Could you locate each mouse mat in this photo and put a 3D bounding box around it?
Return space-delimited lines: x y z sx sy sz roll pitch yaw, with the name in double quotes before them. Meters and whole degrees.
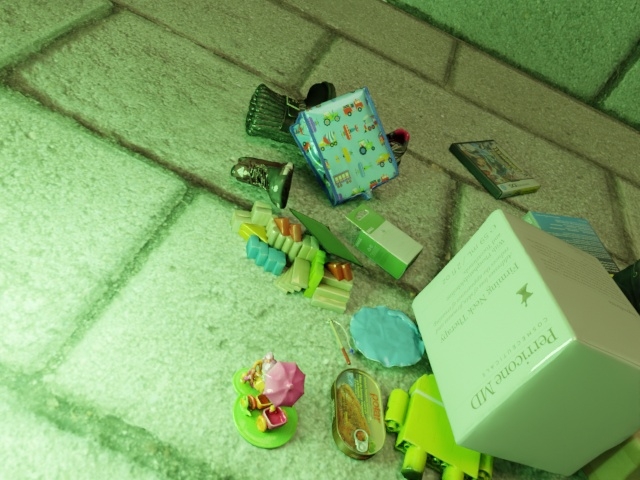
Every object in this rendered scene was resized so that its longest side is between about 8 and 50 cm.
"mouse mat" 0.014 -0.007 1.403 0.152 0.007 0.190 24 17 -49

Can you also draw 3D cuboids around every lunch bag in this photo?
"lunch bag" 0.083 -0.252 1.650 0.220 0.138 0.293 -26 89 -19

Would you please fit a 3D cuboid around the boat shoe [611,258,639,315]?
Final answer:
"boat shoe" 0.869 0.204 1.440 0.186 0.156 0.500 24 30 -7

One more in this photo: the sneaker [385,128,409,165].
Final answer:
"sneaker" 0.178 -0.270 1.813 0.120 0.112 0.299 37 42 10

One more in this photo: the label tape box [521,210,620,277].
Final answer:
"label tape box" 0.777 0.079 1.776 0.249 0.115 0.348 6 48 -23

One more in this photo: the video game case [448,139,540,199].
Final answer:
"video game case" 0.640 -0.268 2.122 0.248 0.035 0.275 -12 54 -36

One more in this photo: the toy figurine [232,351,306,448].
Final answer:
"toy figurine" -0.089 0.267 1.067 0.130 0.159 0.173 -7 50 -34

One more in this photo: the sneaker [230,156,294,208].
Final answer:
"sneaker" -0.157 -0.156 1.492 0.162 0.107 0.281 11 12 -3

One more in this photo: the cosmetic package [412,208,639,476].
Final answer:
"cosmetic package" 0.451 0.211 1.224 0.327 0.329 0.394 23 31 -22

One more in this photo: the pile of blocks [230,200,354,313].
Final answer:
"pile of blocks" -0.068 0.026 1.368 0.362 0.113 0.149 34 40 8

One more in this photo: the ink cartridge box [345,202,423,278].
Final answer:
"ink cartridge box" 0.162 -0.001 1.559 0.209 0.062 0.109 38 41 13

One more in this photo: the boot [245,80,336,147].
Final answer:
"boot" -0.090 -0.419 1.809 0.260 0.131 0.348 16 42 -13

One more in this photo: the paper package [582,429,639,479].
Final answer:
"paper package" 0.711 0.412 1.310 0.309 0.168 0.325 13 32 -17

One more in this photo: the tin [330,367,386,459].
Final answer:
"tin" 0.074 0.347 1.167 0.106 0.040 0.190 12 43 -12

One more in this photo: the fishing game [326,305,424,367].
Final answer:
"fishing game" 0.151 0.223 1.338 0.263 0.041 0.189 -2 41 -24

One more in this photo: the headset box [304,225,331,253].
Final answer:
"headset box" 0.000 0.000 1.493 0.062 0.032 0.083 5 44 -25

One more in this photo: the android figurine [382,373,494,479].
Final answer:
"android figurine" 0.252 0.390 1.202 0.248 0.056 0.273 27 41 0
